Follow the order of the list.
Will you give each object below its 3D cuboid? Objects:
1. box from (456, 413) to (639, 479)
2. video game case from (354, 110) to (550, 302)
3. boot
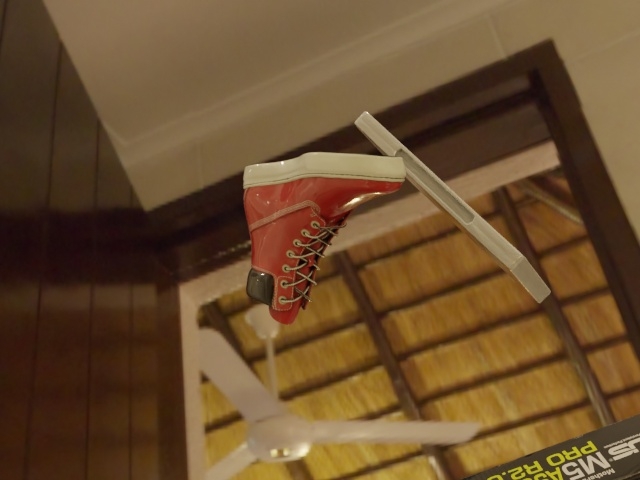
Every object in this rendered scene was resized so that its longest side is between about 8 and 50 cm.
[{"bbox_3d":[0.205,0.278,0.706,0.216,0.060,0.270,-18,-64,-4],"label":"box"},{"bbox_3d":[0.174,-0.041,1.182,0.025,0.285,0.204,-46,-27,5],"label":"video game case"},{"bbox_3d":[0.000,0.000,0.952,0.088,0.176,0.244,4,-6,-35],"label":"boot"}]
